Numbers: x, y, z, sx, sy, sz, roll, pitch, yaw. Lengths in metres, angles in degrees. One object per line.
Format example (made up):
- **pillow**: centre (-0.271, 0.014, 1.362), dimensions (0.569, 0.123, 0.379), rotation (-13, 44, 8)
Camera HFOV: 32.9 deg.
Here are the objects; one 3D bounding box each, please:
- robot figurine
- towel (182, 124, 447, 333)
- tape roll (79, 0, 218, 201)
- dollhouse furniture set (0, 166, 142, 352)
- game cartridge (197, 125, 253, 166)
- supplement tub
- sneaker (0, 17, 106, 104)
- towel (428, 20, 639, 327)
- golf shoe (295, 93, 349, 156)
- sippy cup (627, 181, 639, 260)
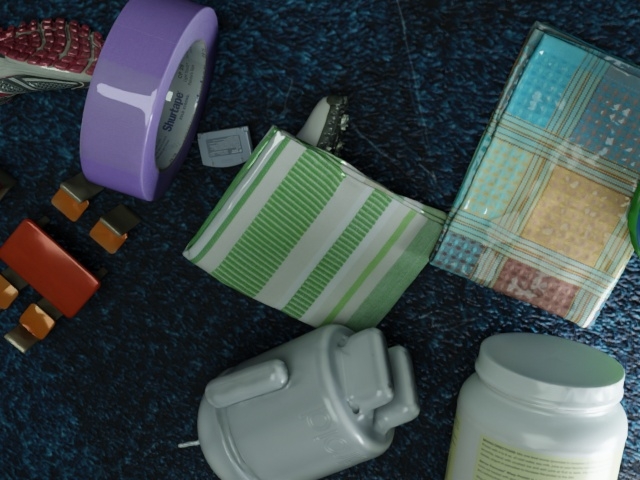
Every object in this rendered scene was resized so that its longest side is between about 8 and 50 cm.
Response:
- **robot figurine**: centre (-0.033, 0.249, 1.573), dimensions (0.353, 0.199, 0.300), rotation (-26, 137, 24)
- **towel**: centre (0.000, 0.000, 1.526), dimensions (0.325, 0.038, 0.248), rotation (27, 111, -30)
- **tape roll**: centre (-0.227, -0.194, 1.464), dimensions (0.090, 0.275, 0.274), rotation (19, 107, 5)
- **dollhouse furniture set**: centre (-0.447, 0.006, 1.626), dimensions (0.259, 0.135, 0.262), rotation (41, 107, -3)
- **game cartridge**: centre (-0.138, -0.136, 1.593), dimensions (0.083, 0.017, 0.056), rotation (-5, 99, 23)
- **supplement tub**: centre (0.298, 0.315, 1.529), dimensions (0.235, 0.235, 0.324), rotation (9, 106, 7)
- **sneaker**: centre (-0.439, -0.253, 1.582), dimensions (0.299, 0.121, 0.112), rotation (3, 134, 8)
- **towel**: centre (0.342, -0.081, 1.504), dimensions (0.271, 0.040, 0.370), rotation (22, 107, -5)
- **golf shoe**: centre (-0.052, -0.098, 1.553), dimensions (0.120, 0.105, 0.273), rotation (30, 106, 10)
- **sippy cup**: centre (0.539, 0.003, 1.393), dimensions (0.240, 0.224, 0.305), rotation (-6, 111, 3)
